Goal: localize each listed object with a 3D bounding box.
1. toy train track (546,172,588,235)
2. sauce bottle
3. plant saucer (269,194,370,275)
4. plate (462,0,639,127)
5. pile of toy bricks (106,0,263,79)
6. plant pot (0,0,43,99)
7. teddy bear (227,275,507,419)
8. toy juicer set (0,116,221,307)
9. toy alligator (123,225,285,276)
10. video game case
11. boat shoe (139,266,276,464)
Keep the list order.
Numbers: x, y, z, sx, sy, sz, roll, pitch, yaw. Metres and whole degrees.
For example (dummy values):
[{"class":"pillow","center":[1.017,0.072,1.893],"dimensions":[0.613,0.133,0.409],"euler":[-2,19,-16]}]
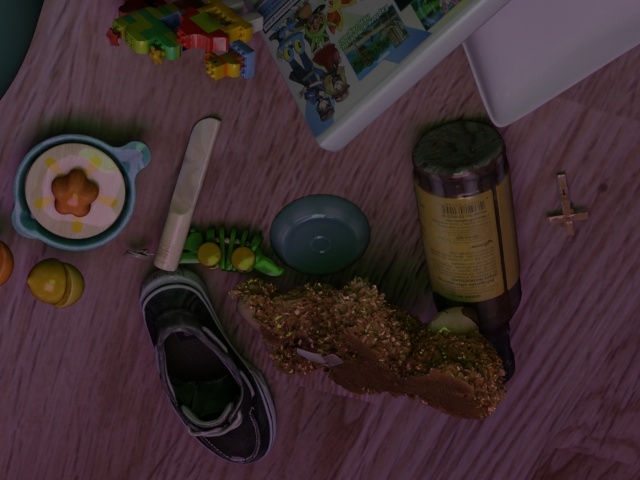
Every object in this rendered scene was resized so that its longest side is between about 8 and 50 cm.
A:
[{"class":"toy train track","center":[0.286,-0.044,1.904],"dimensions":[0.048,0.014,0.083],"euler":[-7,122,11]},{"class":"sauce bottle","center":[0.175,0.028,1.890],"dimensions":[0.111,0.111,0.344],"euler":[-8,127,3]},{"class":"plant saucer","center":[0.000,0.000,1.915],"dimensions":[0.119,0.021,0.119],"euler":[-2,127,-2]},{"class":"plate","center":[0.240,-0.292,1.645],"dimensions":[0.278,0.045,0.277],"euler":[-32,124,-5]},{"class":"pile of toy bricks","center":[-0.160,-0.215,1.619],"dimensions":[0.105,0.212,0.118],"euler":[-27,141,-30]},{"class":"plant pot","center":[-0.395,-0.203,1.533],"dimensions":[0.271,0.255,0.272],"euler":[3,151,2]},{"class":"teddy bear","center":[0.057,0.108,1.882],"dimensions":[0.338,0.113,0.245],"euler":[2,146,41]},{"class":"toy juicer set","center":[-0.267,-0.020,1.812],"dimensions":[0.329,0.089,0.209],"euler":[-4,109,-2]},{"class":"toy alligator","center":[-0.133,0.006,1.900],"dimensions":[0.189,0.056,0.051],"euler":[8,84,1]},{"class":"video game case","center":[0.061,-0.297,1.531],"dimensions":[0.329,0.300,0.036],"euler":[-40,149,24]},{"class":"boat shoe","center":[-0.141,0.183,1.982],"dimensions":[0.121,0.119,0.335],"euler":[-18,132,9]}]
